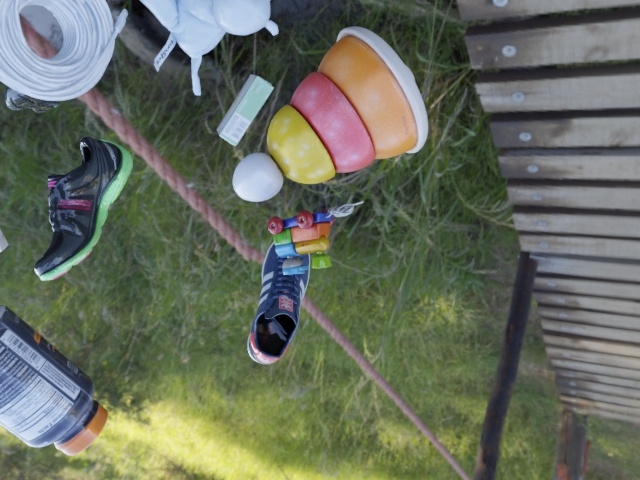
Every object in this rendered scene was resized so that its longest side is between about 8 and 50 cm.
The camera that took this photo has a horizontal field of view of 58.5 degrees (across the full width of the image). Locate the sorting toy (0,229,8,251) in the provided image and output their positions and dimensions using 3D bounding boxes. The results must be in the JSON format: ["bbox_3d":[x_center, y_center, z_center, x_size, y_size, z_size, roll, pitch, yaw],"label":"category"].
[{"bbox_3d":[-0.823,-0.074,1.171,0.257,0.089,0.255,13,138,11],"label":"sorting toy"}]

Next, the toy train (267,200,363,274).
[{"bbox_3d":[0.000,0.000,1.311,0.248,0.143,0.105,-9,179,35],"label":"toy train"}]

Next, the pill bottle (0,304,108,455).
[{"bbox_3d":[-0.440,0.224,0.869,0.131,0.130,0.245,-9,127,42],"label":"pill bottle"}]

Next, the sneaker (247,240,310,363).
[{"bbox_3d":[-0.093,0.144,1.448,0.131,0.349,0.148,13,171,-12],"label":"sneaker"}]

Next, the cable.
[{"bbox_3d":[-0.517,-0.396,1.073,0.089,0.257,0.257,16,176,40],"label":"cable"}]

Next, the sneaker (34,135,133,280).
[{"bbox_3d":[-0.749,-0.102,1.724,0.202,0.482,0.185,31,151,-31],"label":"sneaker"}]

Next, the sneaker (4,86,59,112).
[{"bbox_3d":[-0.884,-0.451,1.722,0.267,0.101,0.106,-127,17,-80],"label":"sneaker"}]

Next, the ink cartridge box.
[{"bbox_3d":[-0.201,-0.340,1.463,0.056,0.171,0.235,31,-172,-22],"label":"ink cartridge box"}]

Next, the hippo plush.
[{"bbox_3d":[-0.218,-0.483,1.120,0.237,0.294,0.234,4,166,40],"label":"hippo plush"}]

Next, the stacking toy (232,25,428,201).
[{"bbox_3d":[-0.013,-0.261,1.401,0.350,0.480,0.350,54,172,11],"label":"stacking toy"}]
